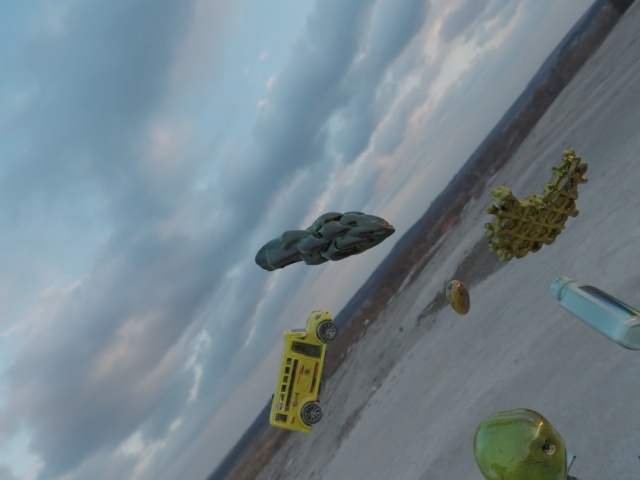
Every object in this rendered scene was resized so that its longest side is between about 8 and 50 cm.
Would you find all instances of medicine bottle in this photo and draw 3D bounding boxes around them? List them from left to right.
[{"bbox_3d":[0.639,0.157,0.935,0.229,0.121,0.083,-120,44,-65],"label":"medicine bottle"}]

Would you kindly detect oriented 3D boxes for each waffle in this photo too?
[{"bbox_3d":[0.534,-0.067,0.995,0.292,0.069,0.260,-28,-52,-8],"label":"waffle"}]

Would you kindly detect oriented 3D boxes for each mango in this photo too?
[{"bbox_3d":[0.411,0.171,1.200,0.057,0.114,0.079,-11,25,40],"label":"mango"}]

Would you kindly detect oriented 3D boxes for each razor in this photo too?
[{"bbox_3d":[0.484,0.460,0.775,0.211,0.036,0.084,38,-99,-40],"label":"razor"}]

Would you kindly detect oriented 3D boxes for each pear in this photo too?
[{"bbox_3d":[0.209,0.222,0.421,0.092,0.092,0.097,-42,-39,-43],"label":"pear"}]

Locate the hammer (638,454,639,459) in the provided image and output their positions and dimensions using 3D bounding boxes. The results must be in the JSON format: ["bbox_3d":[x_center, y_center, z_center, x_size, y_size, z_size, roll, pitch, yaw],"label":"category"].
[{"bbox_3d":[1.149,0.702,1.240,0.289,0.037,0.137,-30,49,56],"label":"hammer"}]

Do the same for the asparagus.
[{"bbox_3d":[0.000,0.000,0.640,0.287,0.080,0.080,-12,24,47],"label":"asparagus"}]

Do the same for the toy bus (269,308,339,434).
[{"bbox_3d":[-0.049,0.356,1.154,0.144,0.152,0.331,123,158,-81],"label":"toy bus"}]
